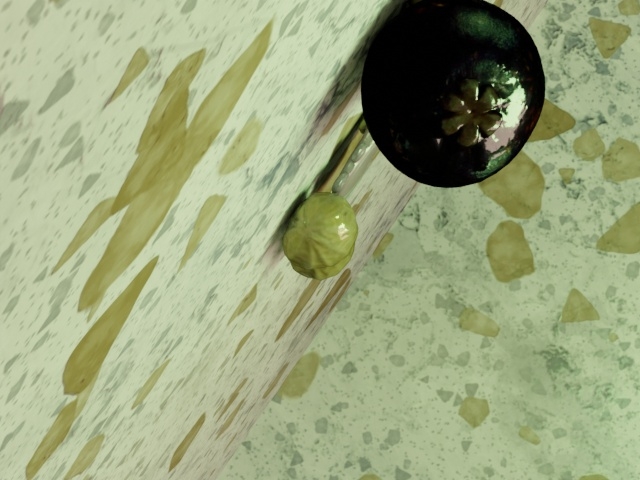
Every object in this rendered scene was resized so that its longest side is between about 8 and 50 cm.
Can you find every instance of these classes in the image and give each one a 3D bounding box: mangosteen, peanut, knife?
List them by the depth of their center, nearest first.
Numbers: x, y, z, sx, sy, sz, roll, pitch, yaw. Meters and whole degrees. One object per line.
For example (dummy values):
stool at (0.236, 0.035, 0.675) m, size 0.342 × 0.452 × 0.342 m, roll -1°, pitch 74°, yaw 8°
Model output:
mangosteen at (0.147, -0.176, 1.787) m, size 0.243 × 0.243 × 0.243 m, roll -54°, pitch 173°, yaw -10°
peanut at (0.000, 0.000, 2.036) m, size 0.098 × 0.090 × 0.214 m, roll -57°, pitch 172°, yaw -11°
knife at (0.117, -0.218, 2.041) m, size 0.398 × 0.038 × 0.132 m, roll -57°, pitch 175°, yaw 0°
